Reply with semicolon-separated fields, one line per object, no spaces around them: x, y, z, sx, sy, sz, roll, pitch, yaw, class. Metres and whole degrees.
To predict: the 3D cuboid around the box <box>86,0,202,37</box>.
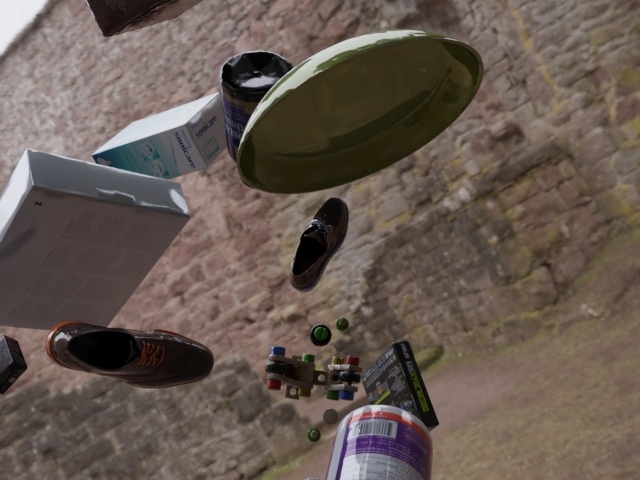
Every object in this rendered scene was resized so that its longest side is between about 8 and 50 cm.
-0.260;-0.440;1.172;0.203;0.167;0.168;-12;16;44;box

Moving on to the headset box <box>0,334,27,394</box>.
-0.523;0.201;1.249;0.062;0.083;0.032;-46;-43;2;headset box

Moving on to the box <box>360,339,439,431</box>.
0.159;0.328;1.569;0.045;0.184;0.190;-8;-28;-25;box

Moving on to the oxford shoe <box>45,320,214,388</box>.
-0.281;0.184;1.181;0.272;0.096;0.098;11;-9;-32;oxford shoe

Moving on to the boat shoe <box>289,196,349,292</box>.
0.000;0.000;1.311;0.066;0.066;0.183;70;-141;-68;boat shoe

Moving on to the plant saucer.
0.032;-0.119;0.698;0.241;0.037;0.241;-21;-19;-7;plant saucer

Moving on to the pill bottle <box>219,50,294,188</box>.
-0.099;-0.194;1.269;0.123;0.123;0.219;-26;-38;-22;pill bottle

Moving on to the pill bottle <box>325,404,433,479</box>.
0.053;0.264;0.744;0.108;0.108;0.193;-31;20;26;pill bottle

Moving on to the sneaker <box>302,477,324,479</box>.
-0.007;0.557;1.128;0.210;0.365;0.137;-36;-24;29;sneaker

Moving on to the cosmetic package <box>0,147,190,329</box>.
-0.454;0.021;1.364;0.285;0.097;0.377;10;-45;-42;cosmetic package

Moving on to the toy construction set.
-0.009;0.404;2.045;0.258;0.308;0.237;-16;-18;-9;toy construction set

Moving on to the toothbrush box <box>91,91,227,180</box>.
-0.387;-0.245;1.916;0.296;0.126;0.216;-14;25;25;toothbrush box
